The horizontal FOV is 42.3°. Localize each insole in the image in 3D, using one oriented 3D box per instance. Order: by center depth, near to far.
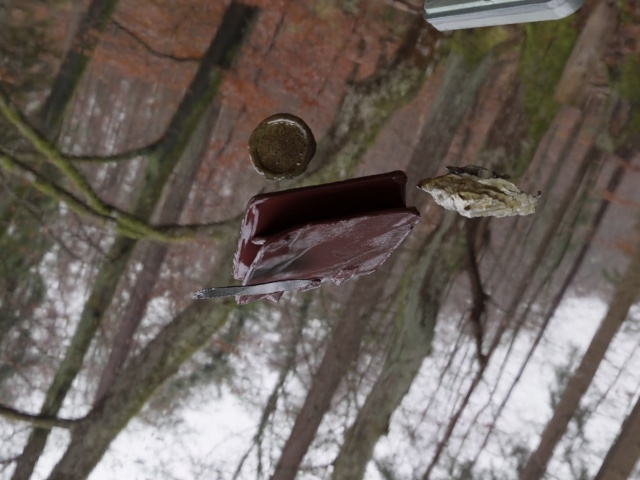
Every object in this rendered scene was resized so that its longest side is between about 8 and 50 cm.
[{"bbox_3d":[-0.097,0.070,1.211,0.188,0.064,0.004,-4,-109,-31],"label":"insole"}]

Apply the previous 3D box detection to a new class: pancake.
[{"bbox_3d":[-0.061,-0.145,1.290,0.115,0.115,0.011,25,-175,19],"label":"pancake"}]

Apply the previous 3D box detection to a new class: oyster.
[{"bbox_3d":[0.264,-0.064,1.329,0.133,0.072,0.209,-3,162,41],"label":"oyster"}]

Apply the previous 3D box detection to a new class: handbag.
[{"bbox_3d":[0.001,0.001,1.265,0.260,0.275,0.084,-12,-112,-20],"label":"handbag"}]

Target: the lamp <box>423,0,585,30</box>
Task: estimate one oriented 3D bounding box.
[{"bbox_3d":[0.260,-0.365,0.961,0.047,0.266,0.269,34,173,-27],"label":"lamp"}]
